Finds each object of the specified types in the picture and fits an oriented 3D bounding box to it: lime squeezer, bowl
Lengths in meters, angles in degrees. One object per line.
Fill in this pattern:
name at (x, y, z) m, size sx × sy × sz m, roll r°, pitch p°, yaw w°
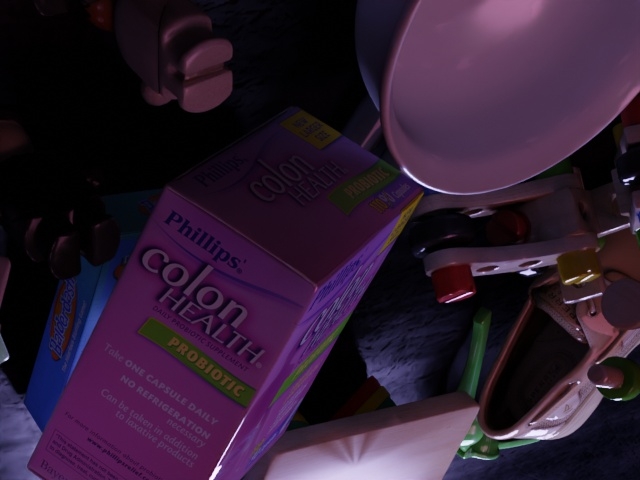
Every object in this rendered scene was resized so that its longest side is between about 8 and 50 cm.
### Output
lime squeezer at (0.170, 0.185, 1.689) m, size 0.110 × 0.059 × 0.310 m, roll -64°, pitch 151°, yaw -22°
bowl at (0.132, -0.189, 1.144) m, size 0.298 × 0.134 × 0.298 m, roll -26°, pitch 143°, yaw -21°

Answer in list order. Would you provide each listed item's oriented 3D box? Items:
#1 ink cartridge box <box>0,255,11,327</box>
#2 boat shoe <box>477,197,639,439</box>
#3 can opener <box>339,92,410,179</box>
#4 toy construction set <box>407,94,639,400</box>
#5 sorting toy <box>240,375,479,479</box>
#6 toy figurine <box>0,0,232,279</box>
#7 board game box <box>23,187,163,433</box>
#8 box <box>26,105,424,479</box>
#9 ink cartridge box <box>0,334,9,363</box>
ink cartridge box at (-0.331, 0.105, 0.854) m, size 0.270 × 0.198 × 0.197 m, roll 15°, pitch 125°, yaw -10°
boat shoe at (0.267, 0.062, 1.548) m, size 0.110 × 0.121 × 0.341 m, roll -1°, pitch 123°, yaw -50°
can opener at (0.000, 0.000, 1.303) m, size 0.283 × 0.076 × 0.095 m, roll -56°, pitch 176°, yaw 20°
toy construction set at (0.251, 0.004, 1.353) m, size 0.257 × 0.309 × 0.237 m, roll -44°, pitch 152°, yaw 18°
sorting toy at (-0.007, 0.243, 1.531) m, size 0.257 × 0.089 × 0.255 m, roll -7°, pitch 133°, yaw -39°
toy figurine at (-0.180, -0.105, 0.932) m, size 0.209 × 0.148 × 0.213 m, roll -54°, pitch 143°, yaw 7°
board game box at (-0.132, 0.052, 1.230) m, size 0.160 × 0.047 × 0.210 m, roll -8°, pitch 135°, yaw -38°
box at (-0.061, 0.058, 1.082) m, size 0.243 × 0.117 × 0.213 m, roll -62°, pitch 170°, yaw 26°
ink cartridge box at (-0.339, 0.073, 1.047) m, size 0.235 × 0.056 × 0.171 m, roll -31°, pitch 145°, yaw -19°
